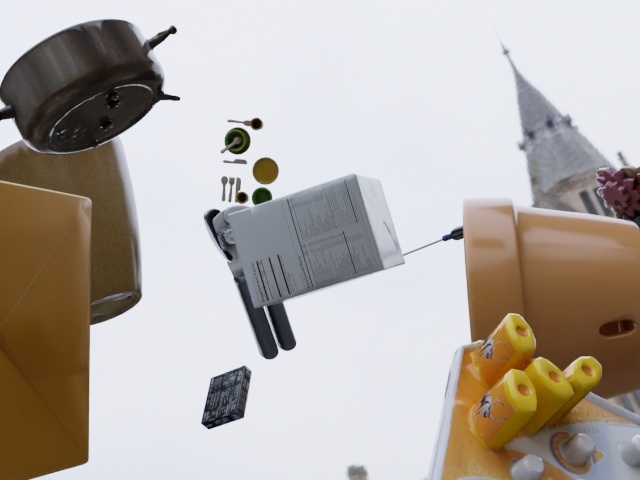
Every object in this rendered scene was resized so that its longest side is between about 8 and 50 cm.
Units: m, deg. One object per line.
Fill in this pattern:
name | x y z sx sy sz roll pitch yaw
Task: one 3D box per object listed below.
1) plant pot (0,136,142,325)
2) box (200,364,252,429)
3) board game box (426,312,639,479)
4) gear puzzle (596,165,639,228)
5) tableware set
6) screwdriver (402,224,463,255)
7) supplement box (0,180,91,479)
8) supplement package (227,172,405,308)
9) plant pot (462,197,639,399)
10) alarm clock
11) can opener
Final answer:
plant pot | -0.374 -0.006 1.291 0.237 0.254 0.237 -24 -17 -8
box | -0.136 0.227 1.214 0.067 0.083 0.018 -24 -53 25
board game box | 0.214 0.247 0.354 0.390 0.390 0.050 26 -49 -2
gear puzzle | 0.537 -0.030 1.195 0.044 0.175 0.339 -34 16 -22
tableware set | -0.122 -0.134 1.437 0.104 0.154 0.024 6 3 12
screwdriver | 0.208 0.002 1.509 0.170 0.024 0.025 -22 -18 32
supplement box | -0.233 0.040 0.352 0.194 0.129 0.191 -3 -5 21
supplement package | 0.000 0.000 1.286 0.203 0.149 0.194 -17 -4 14
plant pot | 0.287 0.083 1.026 0.204 0.290 0.291 -5 -34 11
alarm clock | -0.209 -0.116 0.689 0.192 0.064 0.129 -23 -11 -31
can opener | -0.117 0.068 1.454 0.074 0.280 0.093 -24 10 -22
